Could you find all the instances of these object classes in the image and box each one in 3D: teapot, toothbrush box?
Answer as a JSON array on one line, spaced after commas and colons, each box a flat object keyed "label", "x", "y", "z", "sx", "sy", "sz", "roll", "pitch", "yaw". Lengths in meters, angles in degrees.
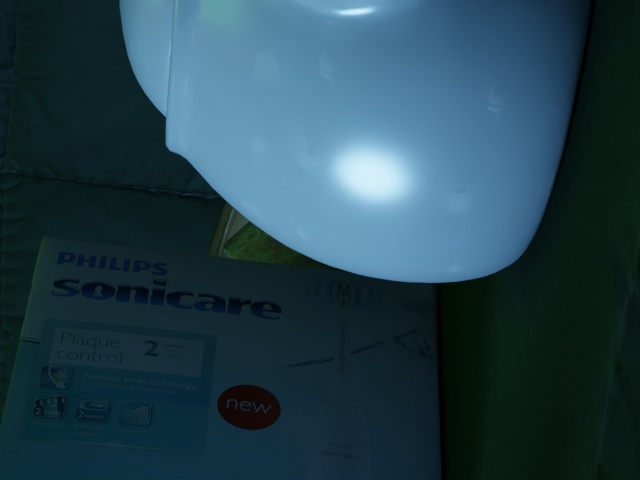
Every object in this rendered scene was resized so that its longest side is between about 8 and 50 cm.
[{"label": "teapot", "x": -0.002, "y": -0.105, "z": 0.735, "sx": 0.252, "sy": 0.187, "sz": 0.256, "roll": -87, "pitch": 3, "yaw": -47}, {"label": "toothbrush box", "x": -0.053, "y": 0.146, "z": 0.910, "sx": 0.295, "sy": 0.216, "sz": 0.126, "roll": -86, "pitch": 4, "yaw": -51}]

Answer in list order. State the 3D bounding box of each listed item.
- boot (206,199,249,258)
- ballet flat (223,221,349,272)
[{"label": "boot", "x": -0.007, "y": -0.028, "z": 1.526, "sx": 0.236, "sy": 0.089, "sz": 0.269, "roll": -29, "pitch": -31, "yaw": -56}, {"label": "ballet flat", "x": 0.000, "y": 0.000, "z": 1.267, "sx": 0.348, "sy": 0.123, "sz": 0.123, "roll": 162, "pitch": 114, "yaw": -87}]
